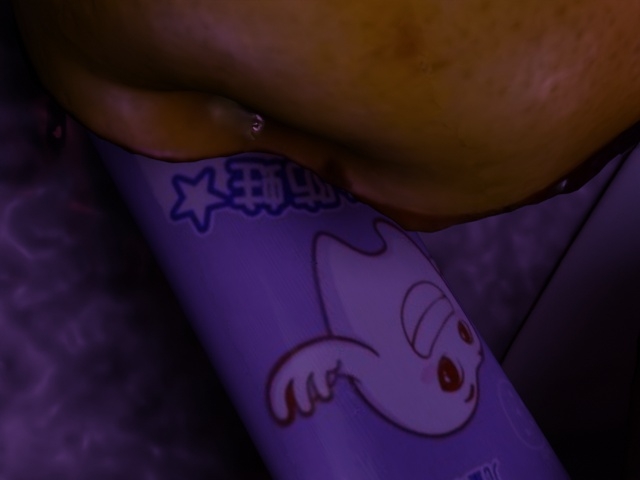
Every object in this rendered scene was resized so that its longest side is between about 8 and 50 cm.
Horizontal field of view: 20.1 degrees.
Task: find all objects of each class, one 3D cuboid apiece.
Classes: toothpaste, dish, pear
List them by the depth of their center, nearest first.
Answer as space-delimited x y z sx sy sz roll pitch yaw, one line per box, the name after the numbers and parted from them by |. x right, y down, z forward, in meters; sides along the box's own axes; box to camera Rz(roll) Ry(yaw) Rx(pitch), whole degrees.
0.035 -0.217 0.561 0.340 0.191 0.386 12 63 6 | pear
-0.006 0.012 0.629 0.125 0.080 0.371 -18 74 -44 | toothpaste
0.206 0.084 0.794 0.243 0.080 0.182 42 67 -19 | dish

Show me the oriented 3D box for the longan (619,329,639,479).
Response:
0.213 0.074 0.630 0.246 0.246 0.215 27 103 -23 | longan
